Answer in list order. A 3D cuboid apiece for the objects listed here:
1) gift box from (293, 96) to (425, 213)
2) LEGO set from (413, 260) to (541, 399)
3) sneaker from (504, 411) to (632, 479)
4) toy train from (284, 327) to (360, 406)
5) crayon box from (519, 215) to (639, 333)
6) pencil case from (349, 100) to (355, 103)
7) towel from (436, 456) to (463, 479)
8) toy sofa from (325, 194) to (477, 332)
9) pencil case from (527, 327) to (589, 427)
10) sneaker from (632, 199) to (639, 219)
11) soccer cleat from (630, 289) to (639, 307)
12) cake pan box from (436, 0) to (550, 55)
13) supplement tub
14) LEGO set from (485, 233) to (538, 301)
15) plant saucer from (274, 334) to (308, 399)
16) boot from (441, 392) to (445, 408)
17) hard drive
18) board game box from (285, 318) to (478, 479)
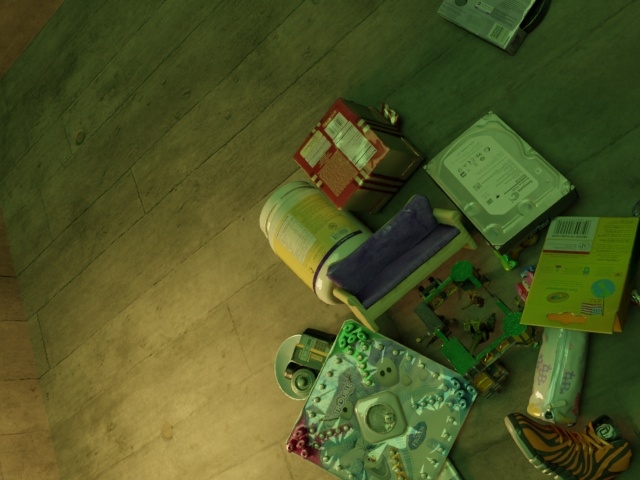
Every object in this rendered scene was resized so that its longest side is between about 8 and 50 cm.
[{"bbox_3d":[0.110,-0.251,1.946,0.255,0.258,0.276,-45,68,23],"label":"gift box"},{"bbox_3d":[0.398,0.229,1.744,0.255,0.192,0.331,-48,43,-1],"label":"LEGO set"},{"bbox_3d":[0.552,0.432,1.523,0.180,0.321,0.125,-44,28,15],"label":"sneaker"},{"bbox_3d":[0.061,0.372,1.950,0.333,0.142,0.190,15,83,24],"label":"toy train"},{"bbox_3d":[0.587,0.087,1.559,0.202,0.081,0.319,3,50,37],"label":"crayon box"},{"bbox_3d":[0.059,-0.355,2.118,0.151,0.070,0.065,-39,65,26],"label":"pencil case"},{"bbox_3d":[0.247,0.607,1.860,0.209,0.034,0.285,-47,61,19],"label":"towel"},{"bbox_3d":[0.200,0.049,1.778,0.362,0.150,0.177,-39,103,-7],"label":"toy sofa"},{"bbox_3d":[0.558,0.288,1.621,0.113,0.124,0.273,10,88,40],"label":"pencil case"},{"bbox_3d":[0.798,-0.078,1.521,0.221,0.087,0.083,-7,79,35],"label":"sneaker"},{"bbox_3d":[0.707,0.125,1.596,0.083,0.029,0.036,26,90,33],"label":"soccer cleat"},{"bbox_3d":[0.480,-0.657,1.856,0.267,0.070,0.246,41,109,33],"label":"cake pan box"},{"bbox_3d":[0.000,0.000,2.003,0.331,0.241,0.241,43,108,33],"label":"supplement tub"},{"bbox_3d":[0.499,0.030,1.723,0.093,0.087,0.227,-48,57,36],"label":"LEGO set"},{"bbox_3d":[-0.054,0.384,2.112,0.194,0.037,0.195,-5,81,36],"label":"plant saucer"},{"bbox_3d":[0.291,0.399,1.850,0.099,0.045,0.121,-6,87,38],"label":"boot"},{"bbox_3d":[0.441,-0.149,1.743,0.237,0.064,0.339,-39,52,8],"label":"hard drive"},{"bbox_3d":[0.155,0.462,1.806,0.389,0.050,0.390,26,92,10],"label":"board game box"}]
